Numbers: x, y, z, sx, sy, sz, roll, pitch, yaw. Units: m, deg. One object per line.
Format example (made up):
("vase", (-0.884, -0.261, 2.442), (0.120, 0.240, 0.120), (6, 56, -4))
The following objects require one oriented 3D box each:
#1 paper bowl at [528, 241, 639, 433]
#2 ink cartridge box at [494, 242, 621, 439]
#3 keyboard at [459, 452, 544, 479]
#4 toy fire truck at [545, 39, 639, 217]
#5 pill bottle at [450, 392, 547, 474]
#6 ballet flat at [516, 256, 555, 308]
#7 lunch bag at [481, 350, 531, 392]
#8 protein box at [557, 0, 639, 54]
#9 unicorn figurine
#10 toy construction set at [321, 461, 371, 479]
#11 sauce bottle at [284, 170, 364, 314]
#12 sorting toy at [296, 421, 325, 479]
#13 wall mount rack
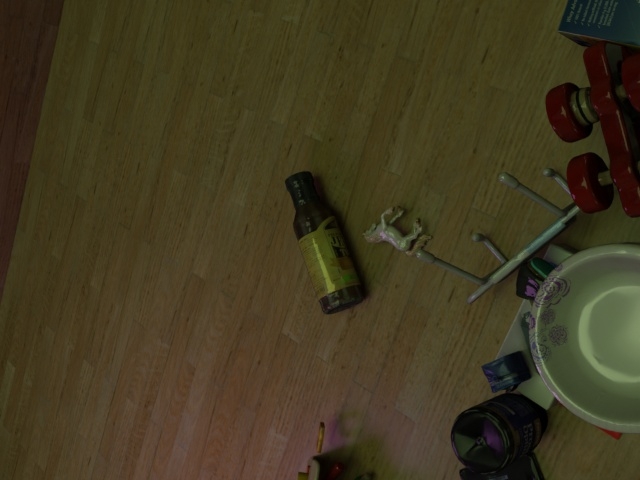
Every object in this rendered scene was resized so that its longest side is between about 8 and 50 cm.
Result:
("paper bowl", (0.483, 0.144, 1.108), (0.284, 0.148, 0.284), (1, 92, 40))
("ink cartridge box", (0.498, 0.191, 1.355), (0.261, 0.066, 0.296), (31, 109, 34))
("keyboard", (0.379, 0.510, 1.483), (0.180, 0.023, 0.108), (-29, 67, 36))
("toy fire truck", (0.530, -0.179, 1.205), (0.169, 0.254, 0.302), (-20, 80, 44))
("pill bottle", (0.352, 0.362, 1.374), (0.123, 0.219, 0.122), (1, 92, 38))
("ballet flat", (0.469, 0.142, 1.285), (0.280, 0.095, 0.096), (42, 123, 33))
("lunch bag", (0.356, 0.255, 1.363), (0.067, 0.098, 0.065), (-32, 73, 30))
("protein box", (0.561, -0.430, 1.247), (0.201, 0.136, 0.199), (25, 106, 35))
("unicorn figurine", (0.162, -0.021, 1.616), (0.162, 0.060, 0.111), (42, 114, 30))
("toy construction set", (0.049, 0.705, 1.644), (0.237, 0.258, 0.308), (-57, 38, 38))
("sauce bottle", (0.000, 0.000, 1.711), (0.111, 0.111, 0.344), (-29, 75, 35))
("sorting toy", (-0.040, 0.605, 1.695), (0.047, 0.196, 0.347), (10, 75, -1))
("wall mount rack", (0.344, -0.020, 1.318), (0.130, 0.304, 0.350), (50, 119, 14))
